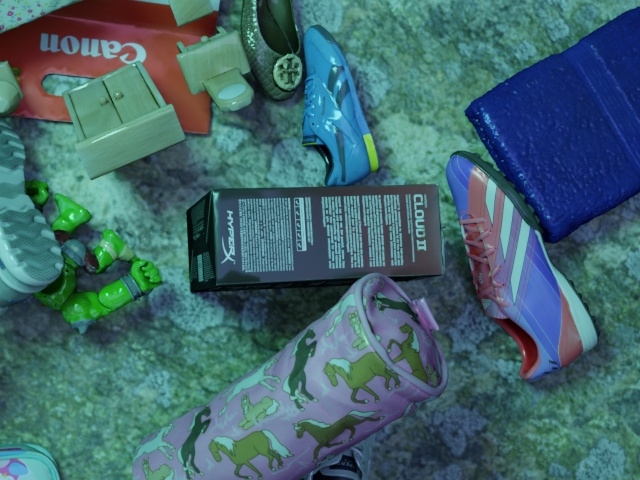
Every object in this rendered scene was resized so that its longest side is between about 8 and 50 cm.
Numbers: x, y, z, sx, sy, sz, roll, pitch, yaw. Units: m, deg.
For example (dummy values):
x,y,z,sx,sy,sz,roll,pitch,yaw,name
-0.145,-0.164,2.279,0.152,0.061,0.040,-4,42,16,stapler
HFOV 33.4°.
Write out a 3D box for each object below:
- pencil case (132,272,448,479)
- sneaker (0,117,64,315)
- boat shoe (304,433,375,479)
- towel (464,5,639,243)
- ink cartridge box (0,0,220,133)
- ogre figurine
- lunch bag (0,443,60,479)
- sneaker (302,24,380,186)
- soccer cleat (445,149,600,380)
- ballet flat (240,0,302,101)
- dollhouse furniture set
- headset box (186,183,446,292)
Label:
x,y,z,sx,sy,sz,roll,pitch,yaw,name
-0.036,0.197,1.190,0.386,0.167,0.160,-38,121,24,pencil case
-0.390,-0.044,1.198,0.105,0.115,0.281,11,45,-51,sneaker
0.026,0.278,1.324,0.095,0.084,0.258,10,83,-13,boat shoe
0.372,-0.157,1.461,0.308,0.076,0.228,-30,86,-15,towel
-0.267,-0.337,1.294,0.308,0.091,0.385,4,83,-14,ink cartridge box
-0.298,0.024,1.254,0.197,0.097,0.118,44,70,-13,ogre figurine
-0.384,0.373,1.197,0.224,0.108,0.279,-4,88,-20,lunch bag
0.006,-0.171,1.363,0.082,0.069,0.209,-19,91,-12,sneaker
0.240,0.033,1.392,0.116,0.108,0.318,-34,97,-11,soccer cleat
-0.060,-0.301,1.341,0.084,0.058,0.250,-12,96,-49,ballet flat
-0.257,-0.271,1.145,0.303,0.174,0.356,-24,123,-8,dollhouse furniture set
0.000,0.000,1.270,0.293,0.218,0.110,-2,86,-14,headset box
